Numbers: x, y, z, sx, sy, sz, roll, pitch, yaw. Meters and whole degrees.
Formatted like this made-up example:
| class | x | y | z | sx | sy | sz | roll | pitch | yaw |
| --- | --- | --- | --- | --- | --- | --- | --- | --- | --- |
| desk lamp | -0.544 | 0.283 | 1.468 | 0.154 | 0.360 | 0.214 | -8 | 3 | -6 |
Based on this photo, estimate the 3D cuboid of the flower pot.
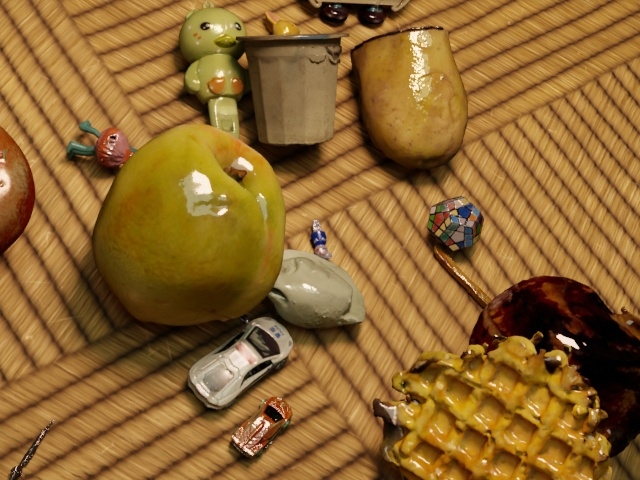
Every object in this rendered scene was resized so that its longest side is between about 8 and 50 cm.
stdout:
| class | x | y | z | sx | sy | sz | roll | pitch | yaw |
| --- | --- | --- | --- | --- | --- | --- | --- | --- | --- |
| flower pot | -0.046 | -0.286 | 2.016 | 0.212 | 0.212 | 0.202 | -9 | 106 | -20 |

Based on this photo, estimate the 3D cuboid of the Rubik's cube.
| class | x | y | z | sx | sy | sz | roll | pitch | yaw |
| --- | --- | --- | --- | --- | --- | --- | --- | --- | --- |
| Rubik's cube | 0.255 | -0.032 | 2.046 | 0.111 | 0.111 | 0.093 | -23 | 97 | -26 |

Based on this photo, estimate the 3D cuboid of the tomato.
| class | x | y | z | sx | sy | sz | roll | pitch | yaw |
| --- | --- | --- | --- | --- | --- | --- | --- | --- | --- |
| tomato | -0.603 | -0.076 | 1.745 | 0.270 | 0.223 | 0.270 | 7 | 76 | -28 |

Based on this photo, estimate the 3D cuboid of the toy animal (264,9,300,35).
| class | x | y | z | sx | sy | sz | roll | pitch | yaw |
| --- | --- | --- | --- | --- | --- | --- | --- | --- | --- |
| toy animal | -0.066 | -0.404 | 2.161 | 0.070 | 0.083 | 0.159 | -10 | 57 | -29 |

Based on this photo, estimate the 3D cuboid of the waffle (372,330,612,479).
| class | x | y | z | sx | sy | sz | roll | pitch | yaw |
| --- | --- | --- | --- | --- | --- | --- | --- | --- | --- |
| waffle | 0.279 | 0.342 | 1.707 | 0.095 | 0.380 | 0.382 | -9 | 83 | -60 |

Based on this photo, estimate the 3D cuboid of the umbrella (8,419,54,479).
| class | x | y | z | sx | sy | sz | roll | pitch | yaw |
| --- | --- | --- | --- | --- | --- | --- | --- | --- | --- |
| umbrella | -0.458 | 0.337 | 1.685 | 0.022 | 0.022 | 0.149 | 11 | 50 | 17 |

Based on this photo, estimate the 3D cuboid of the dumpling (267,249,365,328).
| class | x | y | z | sx | sy | sz | roll | pitch | yaw |
| --- | --- | --- | --- | --- | --- | --- | --- | --- | --- |
| dumpling | -0.022 | 0.093 | 1.905 | 0.219 | 0.108 | 0.152 | 27 | 13 | -18 |

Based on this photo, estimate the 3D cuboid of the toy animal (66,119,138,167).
| class | x | y | z | sx | sy | sz | roll | pitch | yaw |
| --- | --- | --- | --- | --- | --- | --- | --- | --- | --- |
| toy animal | -0.348 | -0.143 | 1.941 | 0.208 | 0.100 | 0.103 | 26 | 20 | 1 |

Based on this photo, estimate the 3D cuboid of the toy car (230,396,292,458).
| class | x | y | z | sx | sy | sz | roll | pitch | yaw |
| --- | --- | --- | --- | --- | --- | --- | --- | --- | --- |
| toy car | -0.094 | 0.307 | 1.797 | 0.059 | 0.035 | 0.122 | 40 | 61 | 11 |

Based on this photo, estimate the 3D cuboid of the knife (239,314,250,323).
| class | x | y | z | sx | sy | sz | roll | pitch | yaw |
| --- | --- | --- | --- | --- | --- | --- | --- | --- | --- |
| knife | -0.184 | 0.087 | 1.902 | 0.170 | 0.010 | 0.023 | 44 | 66 | 8 |

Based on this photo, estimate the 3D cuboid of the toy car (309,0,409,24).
| class | x | y | z | sx | sy | sz | roll | pitch | yaw |
| --- | --- | --- | --- | --- | --- | --- | --- | --- | --- |
| toy car | 0.066 | -0.581 | 2.251 | 0.248 | 0.204 | 0.198 | -2 | 40 | -19 |

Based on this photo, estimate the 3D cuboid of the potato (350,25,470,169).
| class | x | y | z | sx | sy | sz | roll | pitch | yaw |
| --- | --- | --- | --- | --- | --- | --- | --- | --- | --- |
| potato | 0.181 | -0.264 | 2.102 | 0.229 | 0.229 | 0.266 | -3 | 79 | -18 |

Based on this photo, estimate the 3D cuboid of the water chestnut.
| class | x | y | z | sx | sy | sz | roll | pitch | yaw |
| --- | --- | --- | --- | --- | --- | --- | --- | --- | --- |
| water chestnut | 0.393 | 0.243 | 1.855 | 0.335 | 0.347 | 0.335 | 27 | 21 | -11 |

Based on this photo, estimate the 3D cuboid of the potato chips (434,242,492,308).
| class | x | y | z | sx | sy | sz | roll | pitch | yaw |
| --- | --- | --- | --- | --- | --- | --- | --- | --- | --- |
| potato chips | 0.285 | 0.084 | 2.033 | 0.204 | 0.026 | 0.037 | 42 | 56 | 9 |

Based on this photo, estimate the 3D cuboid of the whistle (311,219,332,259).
| class | x | y | z | sx | sy | sz | roll | pitch | yaw |
| --- | --- | --- | --- | --- | --- | --- | --- | --- | --- |
| whistle | 0.000 | 0.000 | 1.990 | 0.033 | 0.029 | 0.083 | -11 | 69 | -1 |

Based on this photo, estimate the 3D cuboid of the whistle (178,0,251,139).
| class | x | y | z | sx | sy | sz | roll | pitch | yaw |
| --- | --- | --- | --- | --- | --- | --- | --- | --- | --- |
| whistle | -0.188 | -0.322 | 2.046 | 0.141 | 0.141 | 0.294 | -8 | 66 | -20 |

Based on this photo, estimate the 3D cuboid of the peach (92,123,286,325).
| class | x | y | z | sx | sy | sz | roll | pitch | yaw |
| --- | --- | --- | --- | --- | --- | --- | --- | --- | --- |
| peach | -0.219 | -0.020 | 1.769 | 0.281 | 0.316 | 0.314 | 13 | 51 | -59 |

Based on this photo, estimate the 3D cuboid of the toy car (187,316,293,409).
| class | x | y | z | sx | sy | sz | roll | pitch | yaw |
| --- | --- | --- | --- | --- | --- | --- | --- | --- | --- |
| toy car | -0.132 | 0.202 | 1.830 | 0.205 | 0.056 | 0.095 | -36 | 76 | -28 |
